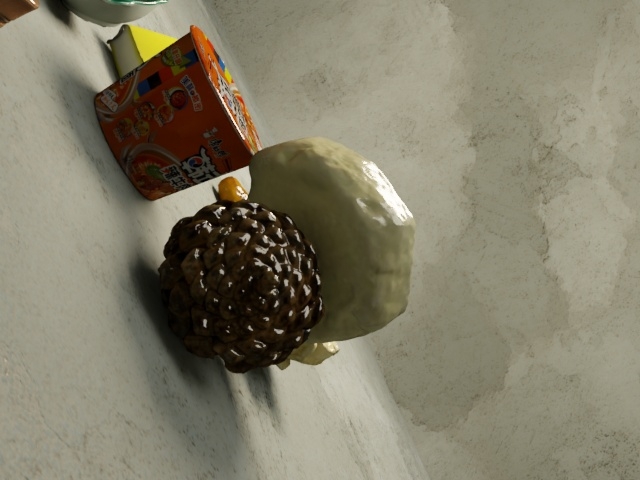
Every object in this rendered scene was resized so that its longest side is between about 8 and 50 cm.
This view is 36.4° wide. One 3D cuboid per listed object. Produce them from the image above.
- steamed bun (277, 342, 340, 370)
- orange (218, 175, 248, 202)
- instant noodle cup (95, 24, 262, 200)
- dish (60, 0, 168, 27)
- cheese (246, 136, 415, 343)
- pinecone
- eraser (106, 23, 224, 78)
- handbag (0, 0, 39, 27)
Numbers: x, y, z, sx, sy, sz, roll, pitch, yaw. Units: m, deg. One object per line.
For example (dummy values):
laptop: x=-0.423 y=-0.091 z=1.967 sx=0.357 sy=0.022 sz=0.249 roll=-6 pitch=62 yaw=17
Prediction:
steamed bun: x=-0.096 y=0.103 z=1.751 sx=0.295 sy=0.137 sz=0.292 roll=54 pitch=12 yaw=-14
orange: x=-0.189 y=-0.094 z=2.116 sx=0.086 sy=0.062 sz=0.086 roll=50 pitch=-4 yaw=5
instant noodle cup: x=-0.227 y=-0.191 z=1.560 sx=0.250 sy=0.192 sz=0.250 roll=63 pitch=7 yaw=-13
dish: x=-0.378 y=-0.415 z=1.602 sx=0.246 sy=0.078 sz=0.224 roll=21 pitch=28 yaw=-18
cheese: x=0.000 y=0.000 z=1.487 sx=0.115 sy=0.318 sz=0.326 roll=-19 pitch=78 yaw=-42
pinecone: x=-0.108 y=0.061 z=1.374 sx=0.257 sy=0.243 sz=0.243 roll=52 pitch=13 yaw=-85
eraser: x=-0.269 y=-0.303 z=1.805 sx=0.226 sy=0.069 sz=0.158 roll=7 pitch=51 yaw=-47
handbag: x=-0.425 y=-0.367 z=1.185 sx=0.151 sy=0.072 sz=0.193 roll=45 pitch=22 yaw=-73
